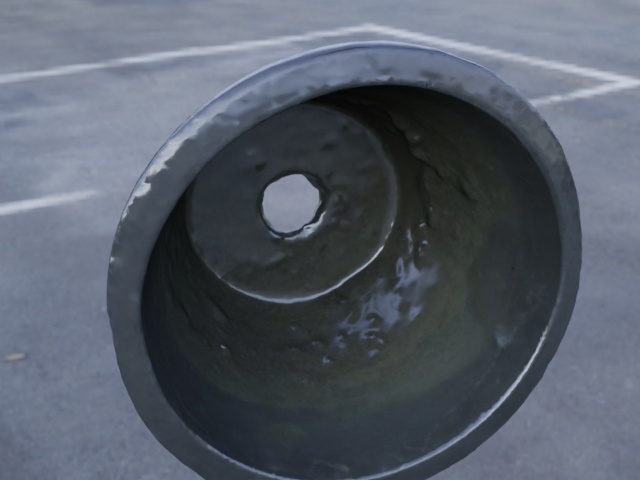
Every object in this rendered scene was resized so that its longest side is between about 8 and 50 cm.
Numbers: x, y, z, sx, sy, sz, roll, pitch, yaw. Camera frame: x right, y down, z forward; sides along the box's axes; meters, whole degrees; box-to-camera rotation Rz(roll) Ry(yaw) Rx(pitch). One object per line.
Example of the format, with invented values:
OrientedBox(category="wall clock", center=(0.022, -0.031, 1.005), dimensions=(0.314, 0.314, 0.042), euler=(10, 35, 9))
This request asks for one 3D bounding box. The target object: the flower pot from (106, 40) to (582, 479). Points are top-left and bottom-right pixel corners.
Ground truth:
OrientedBox(category="flower pot", center=(0.000, 0.000, 0.653), dimensions=(0.269, 0.269, 0.166), euler=(-7, 25, -15))
